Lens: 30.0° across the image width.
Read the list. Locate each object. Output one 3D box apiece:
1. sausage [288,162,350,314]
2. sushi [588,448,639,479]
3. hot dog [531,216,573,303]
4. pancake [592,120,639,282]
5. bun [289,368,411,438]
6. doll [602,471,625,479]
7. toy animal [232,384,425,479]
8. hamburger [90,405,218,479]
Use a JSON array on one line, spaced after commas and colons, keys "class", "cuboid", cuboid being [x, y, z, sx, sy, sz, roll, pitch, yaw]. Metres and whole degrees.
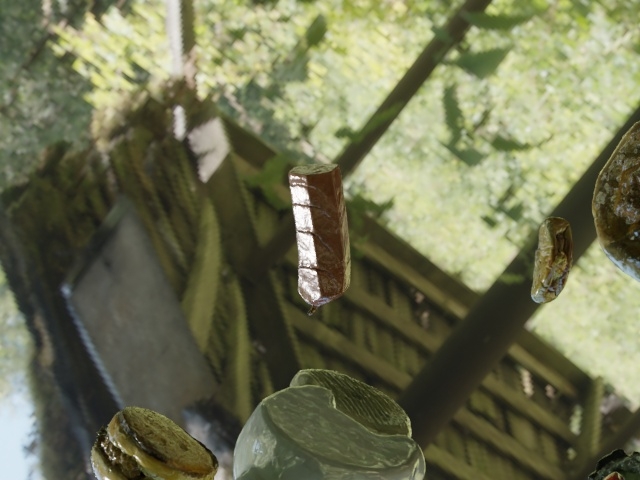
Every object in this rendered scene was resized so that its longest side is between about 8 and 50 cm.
[{"class": "sausage", "cuboid": [0.001, 0.000, 1.356, 0.065, 0.169, 0.065, -6, -164, 2]}, {"class": "sushi", "cuboid": [0.396, 0.316, 1.501, 0.094, 0.098, 0.084, 25, 139, 58]}, {"class": "hot dog", "cuboid": [0.235, 0.022, 1.199, 0.030, 0.090, 0.034, 2, -169, -23]}, {"class": "pancake", "cuboid": [0.566, -0.086, 1.819, 0.065, 0.356, 0.356, 28, -166, -39]}, {"class": "bun", "cuboid": [0.041, 0.295, 1.911, 0.237, 0.116, 0.210, 12, -162, -45]}, {"class": "doll", "cuboid": [0.384, 0.342, 1.151, 0.363, 0.160, 0.182, 47, -166, -18]}, {"class": "toy animal", "cuboid": [-0.047, 0.351, 1.314, 0.196, 0.367, 0.241, 32, -150, 27]}, {"class": "hamburger", "cuboid": [-0.244, 0.338, 1.786, 0.191, 0.118, 0.182, 23, -166, -40]}]
